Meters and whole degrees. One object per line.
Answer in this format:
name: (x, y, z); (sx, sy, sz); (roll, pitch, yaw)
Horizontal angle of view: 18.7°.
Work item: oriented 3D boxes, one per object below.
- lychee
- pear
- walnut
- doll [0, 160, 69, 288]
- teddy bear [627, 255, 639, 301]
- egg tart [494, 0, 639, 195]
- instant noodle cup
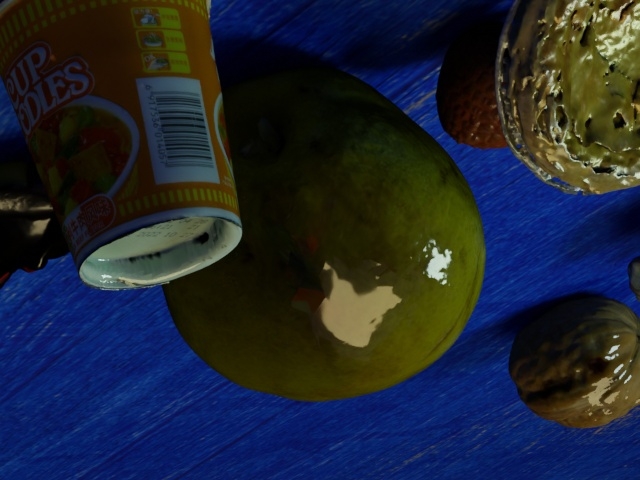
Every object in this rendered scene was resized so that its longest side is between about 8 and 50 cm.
lychee: (0.151, -0.129, 1.510); (0.140, 0.101, 0.114); (-26, 159, 22)
pear: (0.000, 0.000, 1.520); (0.269, 0.269, 0.321); (-18, 148, 4)
walnut: (0.312, 0.148, 2.324); (0.184, 0.155, 0.155); (-28, 157, 28)
doll: (-0.247, -0.012, 1.551); (0.127, 0.088, 0.248); (-28, 180, -35)
teddy bear: (0.515, -0.064, 1.986); (0.327, 0.375, 0.362); (1, -164, -41)
egg tart: (0.214, -0.148, 1.428); (0.234, 0.234, 0.094); (-3, -160, -33)
instant noodle cup: (-0.129, -0.072, 1.315); (0.168, 0.185, 0.168); (-14, 161, -5)
